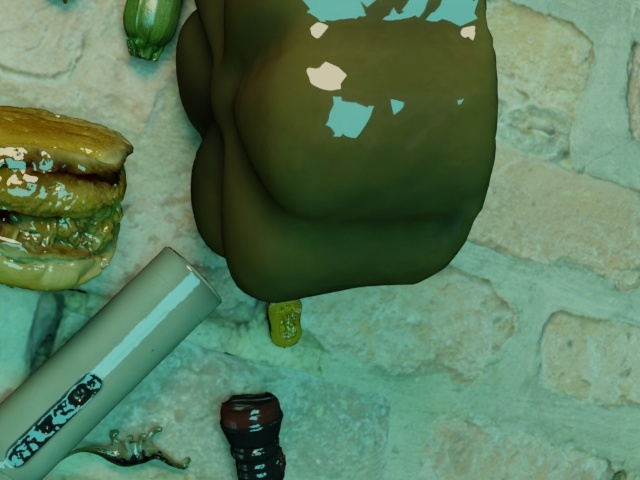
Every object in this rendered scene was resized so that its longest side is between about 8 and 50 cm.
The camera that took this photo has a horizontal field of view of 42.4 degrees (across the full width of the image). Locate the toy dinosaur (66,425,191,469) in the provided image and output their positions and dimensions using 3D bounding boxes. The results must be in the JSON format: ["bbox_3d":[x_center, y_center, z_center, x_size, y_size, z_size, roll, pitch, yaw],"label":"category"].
[{"bbox_3d":[-0.256,0.275,1.105,0.180,0.037,0.058,11,86,-20],"label":"toy dinosaur"}]

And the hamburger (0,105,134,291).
[{"bbox_3d":[-0.341,-0.058,0.964,0.244,0.244,0.163,6,113,-19],"label":"hamburger"}]

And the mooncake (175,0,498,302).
[{"bbox_3d":[-0.004,-0.167,0.942,0.262,0.467,0.467,-4,95,-19],"label":"mooncake"}]

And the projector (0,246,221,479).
[{"bbox_3d":[-0.279,0.157,1.053,0.337,0.108,0.108,-45,106,-11],"label":"projector"}]

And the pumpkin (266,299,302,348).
[{"bbox_3d":[-0.053,0.110,1.167,0.050,0.028,0.083,-4,103,-17],"label":"pumpkin"}]

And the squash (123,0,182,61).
[{"bbox_3d":[-0.201,-0.338,1.066,0.077,0.068,0.219,20,88,-52],"label":"squash"}]

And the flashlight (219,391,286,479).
[{"bbox_3d":[-0.082,0.329,1.142,0.093,0.093,0.232,-12,100,-18],"label":"flashlight"}]

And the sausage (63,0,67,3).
[{"bbox_3d":[-0.328,-0.388,1.029,0.062,0.054,0.183,-10,95,-46],"label":"sausage"}]
